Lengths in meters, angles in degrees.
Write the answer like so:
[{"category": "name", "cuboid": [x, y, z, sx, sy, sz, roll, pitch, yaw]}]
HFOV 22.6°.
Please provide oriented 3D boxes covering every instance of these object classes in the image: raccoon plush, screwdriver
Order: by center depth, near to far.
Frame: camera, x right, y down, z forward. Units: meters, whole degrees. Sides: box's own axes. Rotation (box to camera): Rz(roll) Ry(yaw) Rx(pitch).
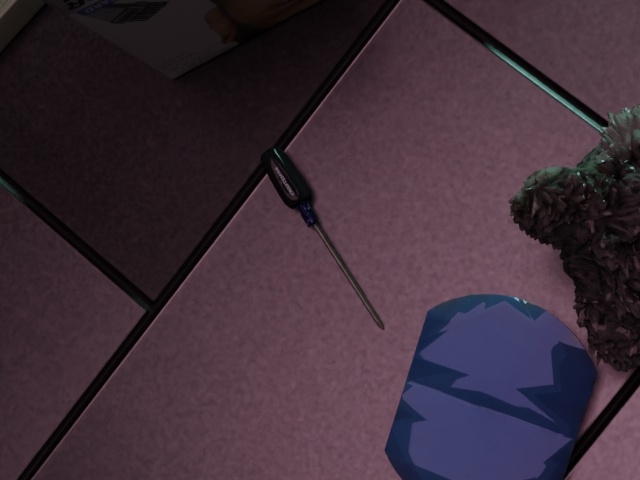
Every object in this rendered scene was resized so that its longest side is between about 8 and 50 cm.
[{"category": "raccoon plush", "cuboid": [0.295, -0.037, 0.981, 0.299, 0.446, 0.216, -29, 90, -2]}, {"category": "screwdriver", "cuboid": [0.000, 0.000, 1.256, 0.025, 0.024, 0.170, -24, 77, -18]}]

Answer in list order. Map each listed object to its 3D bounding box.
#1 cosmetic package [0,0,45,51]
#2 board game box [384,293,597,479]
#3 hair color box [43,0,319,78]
[{"category": "cosmetic package", "cuboid": [-0.272, -0.206, 1.349, 0.115, 0.041, 0.060, -45, 73, 6]}, {"category": "board game box", "cuboid": [0.129, 0.125, 1.198, 0.133, 0.033, 0.169, 17, 93, 12]}, {"category": "hair color box", "cuboid": [-0.107, -0.234, 1.149, 0.185, 0.339, 0.110, -27, 78, 11]}]
